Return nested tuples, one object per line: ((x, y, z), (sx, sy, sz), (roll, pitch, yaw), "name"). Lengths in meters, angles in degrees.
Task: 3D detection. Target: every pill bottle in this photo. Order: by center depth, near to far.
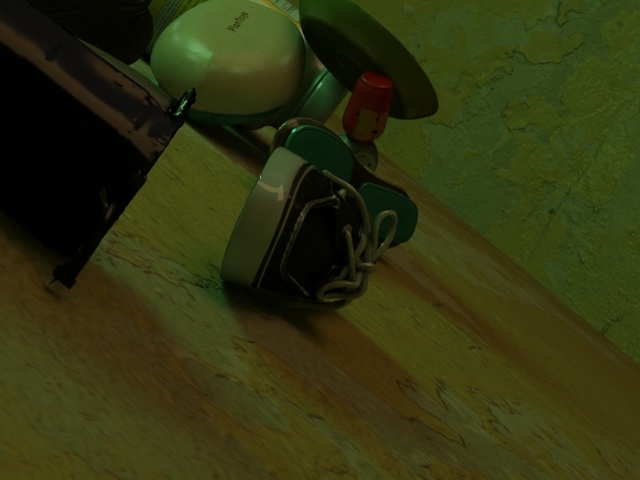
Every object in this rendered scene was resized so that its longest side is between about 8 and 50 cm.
((-0.119, -0.281, 1.952), (0.334, 0.188, 0.188), (38, 8, -1), "pill bottle")

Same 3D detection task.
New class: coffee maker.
((-0.177, -0.083, 0.774), (0.178, 0.120, 0.171), (35, 9, -10), "coffee maker")

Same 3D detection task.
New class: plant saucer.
((0.054, -0.238, 1.792), (0.241, 0.037, 0.241), (41, -11, 9), "plant saucer")

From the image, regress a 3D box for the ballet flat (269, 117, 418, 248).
((0.002, -0.066, 1.642), (0.106, 0.108, 0.316), (18, -11, 37), "ballet flat")

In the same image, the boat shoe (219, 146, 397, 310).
((-0.002, 0.004, 1.082), (0.104, 0.113, 0.306), (24, -3, 8), "boat shoe")

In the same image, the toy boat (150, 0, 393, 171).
((-0.064, -0.187, 1.739), (0.318, 0.148, 0.267), (23, 32, 8), "toy boat")

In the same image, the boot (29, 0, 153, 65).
((-0.345, -0.332, 1.615), (0.269, 0.089, 0.236), (38, 0, 31), "boot")
